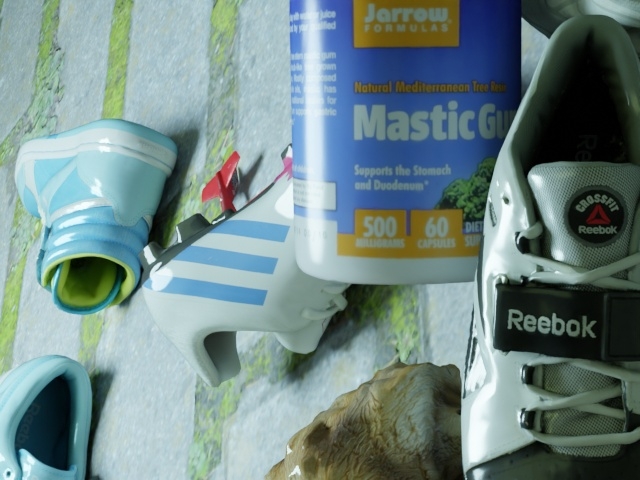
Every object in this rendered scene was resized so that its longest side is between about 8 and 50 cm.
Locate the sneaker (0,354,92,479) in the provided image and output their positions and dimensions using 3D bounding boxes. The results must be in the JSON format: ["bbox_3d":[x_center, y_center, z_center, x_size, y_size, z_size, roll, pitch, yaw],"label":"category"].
[{"bbox_3d":[-0.322,0.284,1.392,0.150,0.135,0.366,-32,47,53],"label":"sneaker"}]

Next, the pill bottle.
[{"bbox_3d":[0.056,-0.114,0.875,0.152,0.152,0.272,12,105,62],"label":"pill bottle"}]

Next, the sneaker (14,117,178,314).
[{"bbox_3d":[-0.289,-0.012,1.536,0.319,0.127,0.208,-15,58,58],"label":"sneaker"}]

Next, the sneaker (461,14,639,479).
[{"bbox_3d":[0.131,0.030,0.712,0.146,0.122,0.330,68,-158,-62],"label":"sneaker"}]

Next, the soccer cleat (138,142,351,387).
[{"bbox_3d":[0.000,0.000,1.059,0.331,0.116,0.143,-35,81,30],"label":"soccer cleat"}]

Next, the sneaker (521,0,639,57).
[{"bbox_3d":[0.188,-0.164,0.801,0.292,0.118,0.110,28,99,63],"label":"sneaker"}]

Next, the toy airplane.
[{"bbox_3d":[-0.084,-0.025,1.282,0.151,0.028,0.151,-37,42,43],"label":"toy airplane"}]

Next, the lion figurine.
[{"bbox_3d":[0.013,0.266,0.785,0.142,0.240,0.392,11,93,25],"label":"lion figurine"}]
